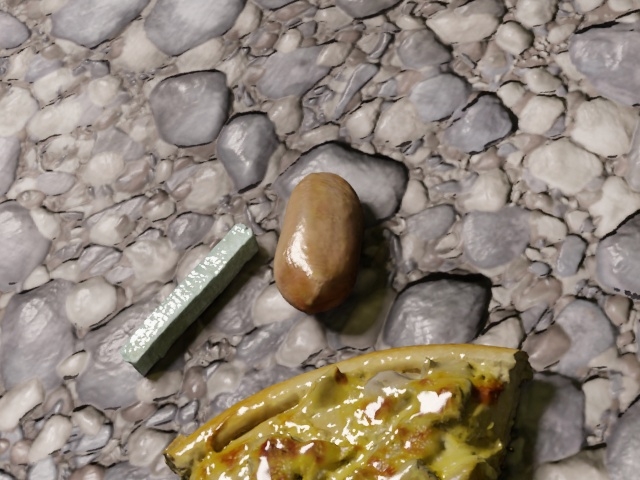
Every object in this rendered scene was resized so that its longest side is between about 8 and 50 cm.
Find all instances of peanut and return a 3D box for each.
[{"bbox_3d":[0.000,0.000,1.543,0.076,0.076,0.152,-3,52,14],"label":"peanut"}]

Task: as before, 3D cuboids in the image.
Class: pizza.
[{"bbox_3d":[0.030,0.189,1.407,0.324,0.089,0.223,-17,52,6],"label":"pizza"}]

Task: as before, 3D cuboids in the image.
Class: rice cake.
[{"bbox_3d":[-0.118,0.053,1.566,0.029,0.033,0.171,32,70,27],"label":"rice cake"}]
